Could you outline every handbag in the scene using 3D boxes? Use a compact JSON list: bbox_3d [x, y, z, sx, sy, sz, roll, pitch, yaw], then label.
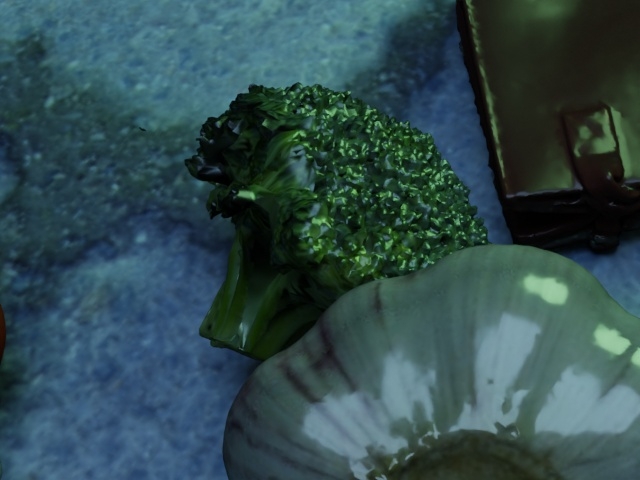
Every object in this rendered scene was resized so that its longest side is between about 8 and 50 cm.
[{"bbox_3d":[0.230,-0.127,0.995,0.260,0.084,0.276,-7,54,2],"label":"handbag"}]

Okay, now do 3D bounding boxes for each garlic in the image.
[{"bbox_3d":[0.090,0.126,0.729,0.245,0.253,0.245,-1,87,13],"label":"garlic"}]

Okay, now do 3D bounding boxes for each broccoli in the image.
[{"bbox_3d":[0.001,-0.003,0.870,0.226,0.198,0.176,1,58,32],"label":"broccoli"}]

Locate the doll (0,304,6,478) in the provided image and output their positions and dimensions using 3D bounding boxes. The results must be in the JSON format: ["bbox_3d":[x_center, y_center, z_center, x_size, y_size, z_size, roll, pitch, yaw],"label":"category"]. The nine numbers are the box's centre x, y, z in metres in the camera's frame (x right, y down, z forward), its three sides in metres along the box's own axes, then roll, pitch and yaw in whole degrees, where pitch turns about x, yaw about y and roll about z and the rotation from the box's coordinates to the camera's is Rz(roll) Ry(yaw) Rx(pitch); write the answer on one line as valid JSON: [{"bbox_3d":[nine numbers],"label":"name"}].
[{"bbox_3d":[-0.278,0.066,0.904,0.161,0.130,0.290,-19,67,12],"label":"doll"}]
